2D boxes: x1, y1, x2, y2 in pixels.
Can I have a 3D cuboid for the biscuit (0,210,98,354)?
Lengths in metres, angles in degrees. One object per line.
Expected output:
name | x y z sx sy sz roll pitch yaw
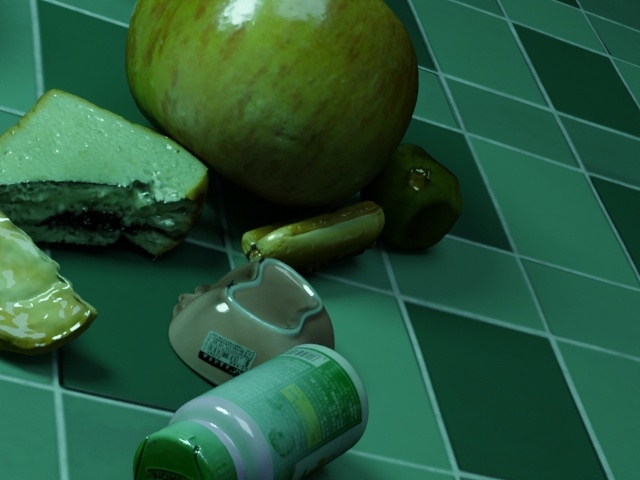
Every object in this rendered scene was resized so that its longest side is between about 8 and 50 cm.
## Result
biscuit | -0.383 0.010 1.654 0.154 0.045 0.299 -34 77 -19

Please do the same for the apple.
apple | -0.055 -0.239 2.019 0.400 0.334 0.400 28 7 -4

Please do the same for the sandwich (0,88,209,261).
sandwich | -0.282 -0.058 1.839 0.254 0.100 0.288 31 30 2

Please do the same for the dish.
dish | -0.070 0.093 1.812 0.213 0.090 0.213 22 33 -15

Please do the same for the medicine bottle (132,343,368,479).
medicine bottle | -0.072 0.207 1.606 0.133 0.133 0.274 42 33 18

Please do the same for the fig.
fig | 0.127 -0.063 2.154 0.144 0.154 0.166 -13 -2 0

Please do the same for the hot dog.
hot dog | 0.000 0.000 2.014 0.249 0.102 0.076 -17 96 -48
